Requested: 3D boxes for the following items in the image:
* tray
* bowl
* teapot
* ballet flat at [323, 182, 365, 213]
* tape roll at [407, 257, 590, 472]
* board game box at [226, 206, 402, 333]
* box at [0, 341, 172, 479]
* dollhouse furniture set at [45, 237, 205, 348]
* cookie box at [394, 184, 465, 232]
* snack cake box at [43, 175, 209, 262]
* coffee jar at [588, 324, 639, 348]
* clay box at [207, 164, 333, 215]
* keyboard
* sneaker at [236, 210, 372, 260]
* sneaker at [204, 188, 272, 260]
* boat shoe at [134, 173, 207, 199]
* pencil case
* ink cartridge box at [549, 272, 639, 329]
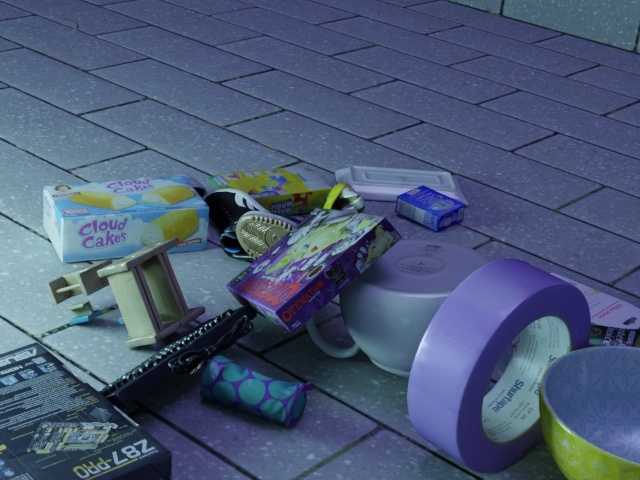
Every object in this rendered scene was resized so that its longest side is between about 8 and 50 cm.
[{"bbox_3d":[0.169,-0.119,2.405,0.270,0.030,0.145,4,26,-5],"label":"tray"},{"bbox_3d":[0.412,0.272,1.474,0.289,0.156,0.289,4,25,-2],"label":"bowl"},{"bbox_3d":[0.140,0.120,1.704,0.252,0.187,0.256,-11,25,-24],"label":"teapot"},{"bbox_3d":[0.043,-0.053,2.169,0.077,0.077,0.231,-25,14,31],"label":"ballet flat"},{"bbox_3d":[0.240,0.165,1.524,0.275,0.275,0.090,-17,34,-40],"label":"tape roll"},{"bbox_3d":[-0.021,0.036,1.742,0.208,0.056,0.347,-45,14,-9],"label":"board game box"},{"bbox_3d":[-0.424,0.274,1.362,0.395,0.097,0.318,-18,32,-41],"label":"box"},{"bbox_3d":[-0.302,0.089,1.794,0.184,0.129,0.129,-14,10,36],"label":"dollhouse furniture set"},{"bbox_3d":[0.216,-0.064,2.278,0.107,0.040,0.092,28,33,32],"label":"cookie box"},{"bbox_3d":[-0.348,-0.041,2.056,0.264,0.089,0.152,-6,28,-24],"label":"snack cake box"},{"bbox_3d":[0.440,0.173,1.751,0.184,0.079,0.096,5,23,19],"label":"coffee jar"},{"bbox_3d":[-0.101,-0.093,2.262,0.222,0.053,0.127,-8,29,-25],"label":"clay box"},{"bbox_3d":[-0.194,0.158,1.619,0.201,0.033,0.317,-19,9,36],"label":"keyboard"},{"bbox_3d":[0.000,0.000,2.012,0.282,0.099,0.153,20,30,3],"label":"sneaker"},{"bbox_3d":[-0.159,-0.029,2.081,0.217,0.079,0.121,25,30,32],"label":"sneaker"},{"bbox_3d":[-0.296,-0.083,2.198,0.063,0.066,0.184,26,22,38],"label":"boat shoe"},{"bbox_3d":[-0.093,0.208,1.609,0.152,0.064,0.070,17,52,21],"label":"pencil case"},{"bbox_3d":[0.430,0.129,1.889,0.198,0.067,0.115,24,30,36],"label":"ink cartridge box"}]
